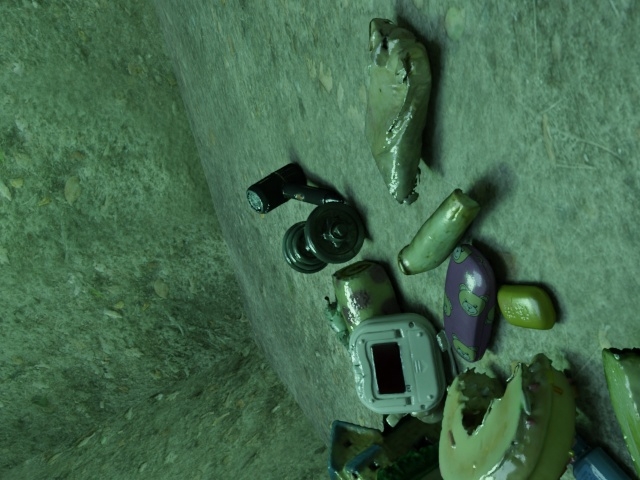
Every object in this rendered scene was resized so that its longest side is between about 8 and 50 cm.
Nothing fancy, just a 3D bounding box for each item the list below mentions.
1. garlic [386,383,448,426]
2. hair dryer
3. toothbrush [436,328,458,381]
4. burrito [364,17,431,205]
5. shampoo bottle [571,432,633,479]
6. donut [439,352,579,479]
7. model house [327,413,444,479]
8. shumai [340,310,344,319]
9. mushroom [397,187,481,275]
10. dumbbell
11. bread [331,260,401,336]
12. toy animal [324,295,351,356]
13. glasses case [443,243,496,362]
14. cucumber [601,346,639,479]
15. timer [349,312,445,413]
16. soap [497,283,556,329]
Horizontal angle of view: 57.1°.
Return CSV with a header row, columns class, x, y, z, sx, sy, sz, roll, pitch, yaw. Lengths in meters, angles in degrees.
class,x,y,z,sx,sy,sz,roll,pitch,yaw
garlic,0.273,0.455,1.619,0.131,0.194,0.127,27,147,51
hair dryer,-0.065,-0.140,1.808,0.352,0.189,0.107,17,133,47
toothbrush,0.352,0.367,1.528,0.025,0.030,0.307,10,123,59
burrito,0.151,-0.257,1.175,0.175,0.107,0.347,-114,14,-49
shampoo bottle,0.542,0.460,1.098,0.258,0.061,0.103,49,154,38
donut,0.368,0.397,1.188,0.150,0.307,0.371,22,158,-7
model house,0.212,0.640,1.701,0.343,0.382,0.334,36,146,51
shumai,0.127,0.238,1.882,0.087,0.099,0.124,51,165,-12
mushroom,0.248,-0.017,1.205,0.087,0.107,0.333,43,153,10
dumbbell,0.000,0.000,1.769,0.179,0.179,0.406,64,160,1
bread,0.153,0.235,1.691,0.338,0.155,0.187,67,164,-7
toy animal,0.085,0.312,2.078,0.255,0.090,0.170,69,164,-4
glasses case,0.316,0.141,1.261,0.123,0.076,0.316,-121,17,-44
cucumber,0.523,0.292,0.890,0.145,0.105,0.325,-52,-61,-81
timer,0.200,0.327,1.546,0.087,0.237,0.262,-16,-83,-74
soap,0.386,0.126,1.116,0.140,0.045,0.089,-8,102,70
